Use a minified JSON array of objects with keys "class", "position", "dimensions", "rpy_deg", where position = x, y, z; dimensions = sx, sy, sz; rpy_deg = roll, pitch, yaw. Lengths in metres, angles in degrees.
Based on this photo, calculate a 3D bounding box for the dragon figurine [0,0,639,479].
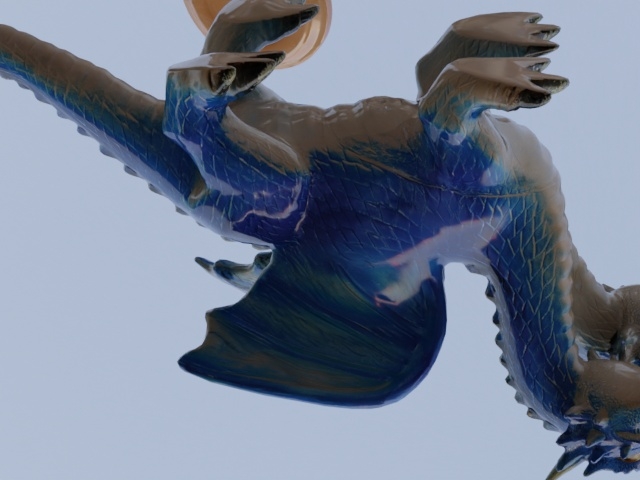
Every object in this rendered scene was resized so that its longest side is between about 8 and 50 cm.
[{"class":"dragon figurine","position":[0.000,0.000,0.601],"dimensions":[0.289,0.085,0.144],"rpy_deg":[4,-65,0]}]

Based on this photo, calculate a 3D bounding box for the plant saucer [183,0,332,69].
[{"class":"plant saucer","position":[-0.034,-0.121,0.941],"dimensions":[0.083,0.083,0.013],"rpy_deg":[26,-134,10]}]
